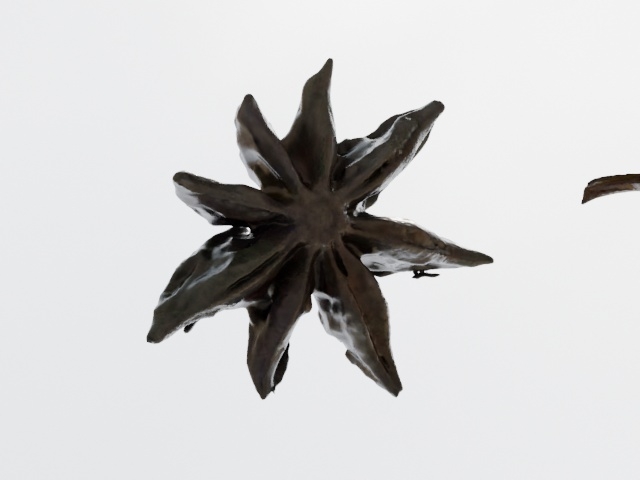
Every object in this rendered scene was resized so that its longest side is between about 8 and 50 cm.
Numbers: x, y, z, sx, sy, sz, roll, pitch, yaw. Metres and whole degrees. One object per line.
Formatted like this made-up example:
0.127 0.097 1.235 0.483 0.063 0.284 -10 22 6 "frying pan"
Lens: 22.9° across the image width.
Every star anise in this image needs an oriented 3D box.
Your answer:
0.000 0.000 0.841 0.180 0.061 0.205 37 -109 -15 "star anise"

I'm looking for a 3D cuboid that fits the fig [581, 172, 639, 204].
0.256 0.002 1.003 0.134 0.146 0.201 -52 -143 20 "fig"
